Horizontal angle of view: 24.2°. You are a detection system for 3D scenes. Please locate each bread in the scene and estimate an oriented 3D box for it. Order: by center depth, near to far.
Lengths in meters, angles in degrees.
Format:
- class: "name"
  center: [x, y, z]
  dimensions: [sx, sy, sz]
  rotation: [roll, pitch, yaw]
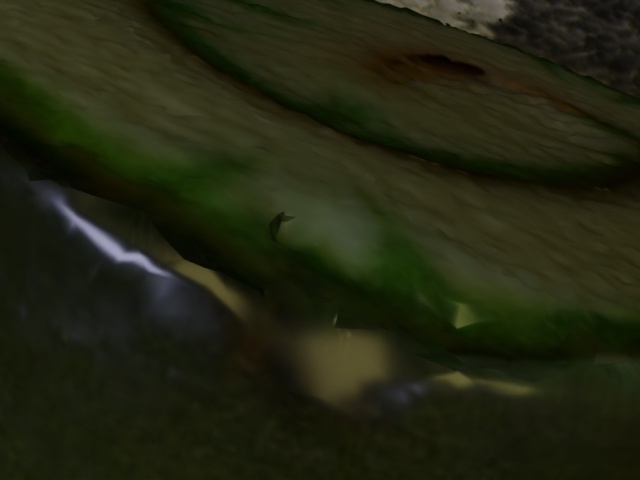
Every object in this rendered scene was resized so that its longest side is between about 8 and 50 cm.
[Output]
- class: "bread"
  center: [0.000, 0.000, 0.517]
  dimensions: [0.382, 0.129, 0.366]
  rotation: [34, 24, 31]
